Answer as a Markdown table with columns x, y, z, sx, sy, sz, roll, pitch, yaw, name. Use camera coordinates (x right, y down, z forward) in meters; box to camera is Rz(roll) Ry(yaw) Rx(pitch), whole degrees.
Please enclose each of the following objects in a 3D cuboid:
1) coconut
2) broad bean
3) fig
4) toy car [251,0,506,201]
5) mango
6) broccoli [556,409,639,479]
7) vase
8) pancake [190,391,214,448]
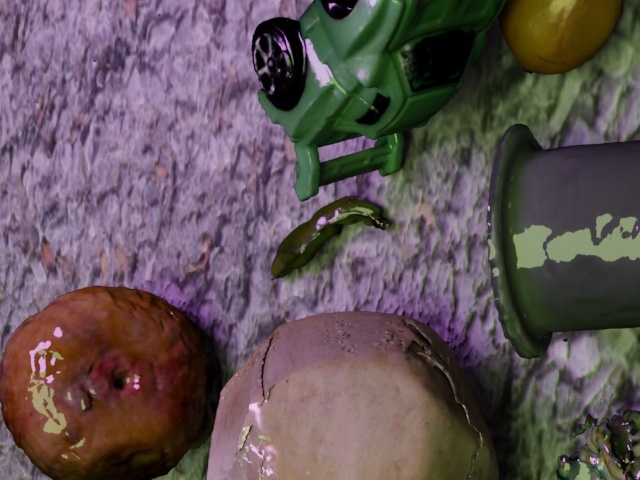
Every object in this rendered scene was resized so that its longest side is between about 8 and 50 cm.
| x | y | z | sx | sy | sz | roll | pitch | yaw | name |
| --- | --- | --- | --- | --- | --- | --- | --- | --- | --- |
| 0.033 | 0.249 | 1.158 | 0.353 | 0.353 | 0.352 | 5 | 99 | 32 | coconut |
| -0.001 | -0.008 | 1.287 | 0.195 | 0.046 | 0.061 | -25 | 80 | 31 | broad bean |
| -0.322 | 0.200 | 1.442 | 0.369 | 0.286 | 0.286 | 175 | 86 | -68 | fig |
| 0.069 | -0.198 | 1.078 | 0.359 | 0.213 | 0.176 | -39 | 71 | 56 | toy car |
| 0.252 | -0.290 | 1.051 | 0.147 | 0.109 | 0.227 | 12 | 104 | 56 | mango |
| 0.348 | 0.291 | 0.981 | 0.177 | 0.274 | 0.198 | 17 | 129 | -12 | broccoli |
| 0.332 | -0.003 | 0.969 | 0.291 | 0.245 | 0.245 | -3 | 95 | 29 | vase |
| -0.200 | 0.256 | 1.470 | 0.115 | 0.011 | 0.114 | 6 | 101 | 33 | pancake |
